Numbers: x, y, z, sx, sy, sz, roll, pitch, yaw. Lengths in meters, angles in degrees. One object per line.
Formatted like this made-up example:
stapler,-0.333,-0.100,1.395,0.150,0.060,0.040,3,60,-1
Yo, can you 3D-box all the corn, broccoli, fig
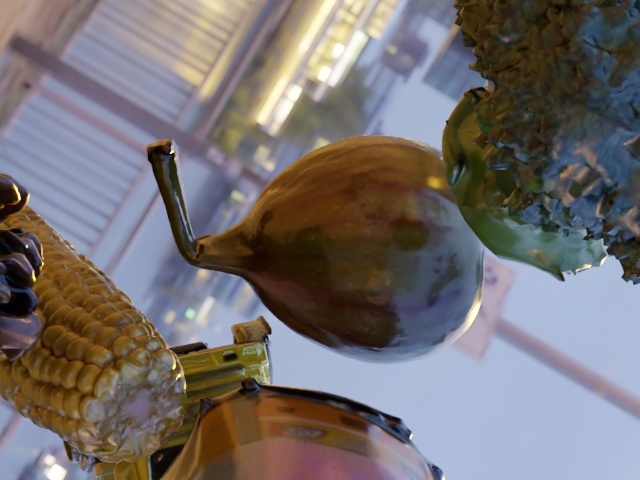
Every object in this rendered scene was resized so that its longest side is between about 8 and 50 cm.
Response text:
corn,-0.183,0.036,1.011,0.101,0.101,0.310,-60,-143,4
broccoli,0.152,-0.069,0.652,0.297,0.297,0.297,-19,-144,51
fig,0.009,0.007,1.017,0.142,0.186,0.148,-119,-162,-48

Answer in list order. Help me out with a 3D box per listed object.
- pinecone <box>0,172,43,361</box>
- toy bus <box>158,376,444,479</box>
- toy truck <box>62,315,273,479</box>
pinecone,-0.213,0.026,0.853,0.173,0.174,0.173,-59,-177,5
toy bus,-0.065,0.271,0.969,0.386,0.171,0.162,-57,-154,23
toy truck,-0.100,0.160,1.186,0.272,0.124,0.157,134,-57,-69
